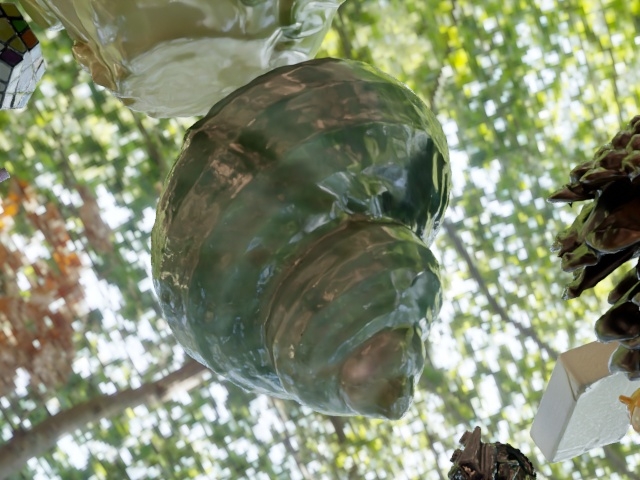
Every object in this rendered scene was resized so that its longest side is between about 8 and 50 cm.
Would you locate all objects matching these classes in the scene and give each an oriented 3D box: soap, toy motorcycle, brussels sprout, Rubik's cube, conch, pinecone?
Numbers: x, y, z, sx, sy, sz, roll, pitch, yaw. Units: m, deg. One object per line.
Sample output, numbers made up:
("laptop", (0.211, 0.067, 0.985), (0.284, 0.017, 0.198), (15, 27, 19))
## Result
("soap", (0.343, 0.197, 1.560), (0.121, 0.183, 0.064), (-16, -128, -20))
("toy motorcycle", (0.148, 0.317, 1.417), (0.159, 0.106, 0.270), (32, -133, 2))
("brussels sprout", (-0.112, -0.249, 0.967), (0.344, 0.268, 0.344), (-1, -119, 2))
("Rubik's cube", (-0.294, -0.159, 1.078), (0.111, 0.111, 0.093), (-19, -147, 8))
("conch", (0.000, 0.000, 0.753), (0.195, 0.220, 0.277), (-33, -139, 9))
("pinecone", (0.278, 0.014, 0.875), (0.224, 0.272, 0.224), (-17, -173, 2))

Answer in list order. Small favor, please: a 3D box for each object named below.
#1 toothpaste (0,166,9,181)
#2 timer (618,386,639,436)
("toothpaste", (-0.362, -0.029, 1.123), (0.170, 0.028, 0.045), (-24, 171, -7))
("timer", (0.339, 0.173, 1.136), (0.132, 0.132, 0.152), (-35, -152, -19))
